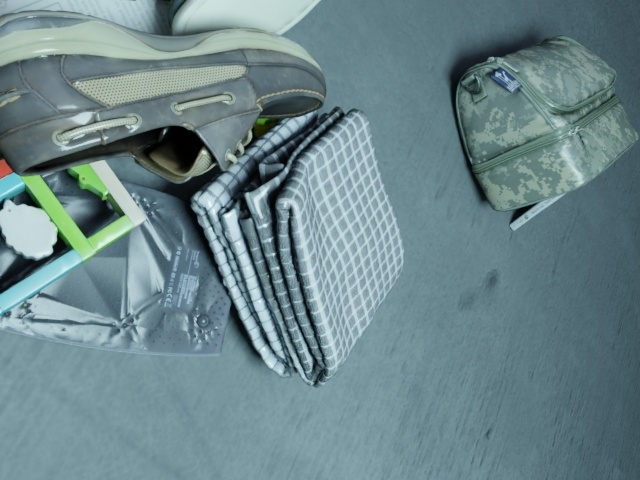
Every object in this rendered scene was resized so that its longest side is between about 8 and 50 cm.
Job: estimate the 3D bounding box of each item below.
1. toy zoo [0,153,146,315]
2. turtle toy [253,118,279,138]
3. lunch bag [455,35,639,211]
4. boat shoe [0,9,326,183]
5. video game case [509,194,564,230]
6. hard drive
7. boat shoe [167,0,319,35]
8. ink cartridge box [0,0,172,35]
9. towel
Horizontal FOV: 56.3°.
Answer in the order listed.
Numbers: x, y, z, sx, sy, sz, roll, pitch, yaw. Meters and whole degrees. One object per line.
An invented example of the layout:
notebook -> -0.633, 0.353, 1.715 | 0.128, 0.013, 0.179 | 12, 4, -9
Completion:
toy zoo -> -0.323, -0.015, 0.494 | 0.293, 0.030, 0.192 | -37, 98, -27
turtle toy -> -0.060, -0.190, 0.751 | 0.130, 0.066, 0.095 | -33, 136, -39
lunch bag -> 0.393, -0.223, 1.073 | 0.305, 0.212, 0.256 | -30, 93, -38
boat shoe -> -0.134, -0.117, 0.563 | 0.355, 0.132, 0.130 | -12, 88, -41
video game case -> 0.460, -0.088, 1.175 | 0.157, 0.143, 0.019 | -29, 78, -38
hard drive -> -0.207, 0.028, 0.632 | 0.254, 0.054, 0.172 | 17, 79, -40
boat shoe -> -0.037, -0.310, 0.626 | 0.319, 0.099, 0.116 | -39, 162, -9
ink cartridge box -> -0.253, -0.321, 0.593 | 0.385, 0.091, 0.308 | -32, 113, -19
towel -> 0.000, 0.000, 0.723 | 0.235, 0.121, 0.284 | -49, 135, -41
